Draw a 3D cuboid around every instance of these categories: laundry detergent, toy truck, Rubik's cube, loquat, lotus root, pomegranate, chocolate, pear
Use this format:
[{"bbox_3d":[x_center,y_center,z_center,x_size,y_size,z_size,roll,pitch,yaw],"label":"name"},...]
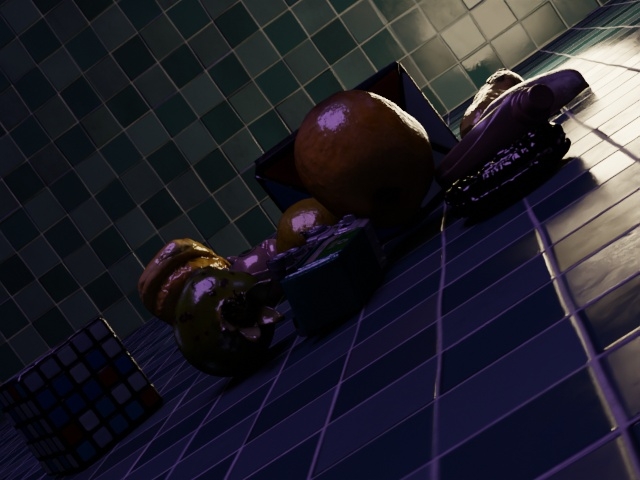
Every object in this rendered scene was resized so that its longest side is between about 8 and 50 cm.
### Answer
[{"bbox_3d":[0.254,-0.143,1.644,0.171,0.076,0.237,-40,-3,-20],"label":"laundry detergent"},{"bbox_3d":[0.013,0.045,1.532,0.124,0.114,0.253,-18,11,24],"label":"toy truck"},{"bbox_3d":[0.076,-0.133,1.968,0.246,0.248,0.250,-30,8,44],"label":"Rubik's cube"},{"bbox_3d":[0.065,-0.121,1.685,0.193,0.238,0.238,-52,-3,26],"label":"loquat"},{"bbox_3d":[-0.406,0.262,1.844,0.182,0.184,0.187,-39,7,-34],"label":"Rubik's cube"},{"bbox_3d":[0.348,-0.258,2.232,0.110,0.097,0.258,-36,11,43],"label":"lotus root"},{"bbox_3d":[-0.116,0.114,1.555,0.220,0.156,0.156,-8,25,49],"label":"pomegranate"},{"bbox_3d":[0.367,-0.245,2.023,0.254,0.080,0.157,-38,5,-24],"label":"chocolate"},{"bbox_3d":[0.000,0.000,1.820,0.149,0.149,0.162,-35,9,10],"label":"pear"}]

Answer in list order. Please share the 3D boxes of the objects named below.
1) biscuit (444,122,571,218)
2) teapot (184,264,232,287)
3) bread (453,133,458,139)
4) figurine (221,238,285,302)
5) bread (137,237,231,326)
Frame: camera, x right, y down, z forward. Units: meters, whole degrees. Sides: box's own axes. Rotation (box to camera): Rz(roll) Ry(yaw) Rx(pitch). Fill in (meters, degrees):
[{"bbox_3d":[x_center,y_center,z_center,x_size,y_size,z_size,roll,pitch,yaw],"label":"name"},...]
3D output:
[{"bbox_3d":[0.252,-0.094,1.500,0.194,0.053,0.194,-33,2,1],"label":"biscuit"},{"bbox_3d":[-0.221,0.126,2.381,0.119,0.130,0.166,-21,37,-4],"label":"teapot"},{"bbox_3d":[0.253,-0.179,2.215,0.046,0.083,0.081,-25,46,-7],"label":"bread"},{"bbox_3d":[-0.111,0.062,2.118,0.138,0.125,0.125,-14,18,40],"label":"figurine"},{"bbox_3d":[-0.300,0.106,2.520,0.198,0.236,0.120,-49,48,4],"label":"bread"}]
